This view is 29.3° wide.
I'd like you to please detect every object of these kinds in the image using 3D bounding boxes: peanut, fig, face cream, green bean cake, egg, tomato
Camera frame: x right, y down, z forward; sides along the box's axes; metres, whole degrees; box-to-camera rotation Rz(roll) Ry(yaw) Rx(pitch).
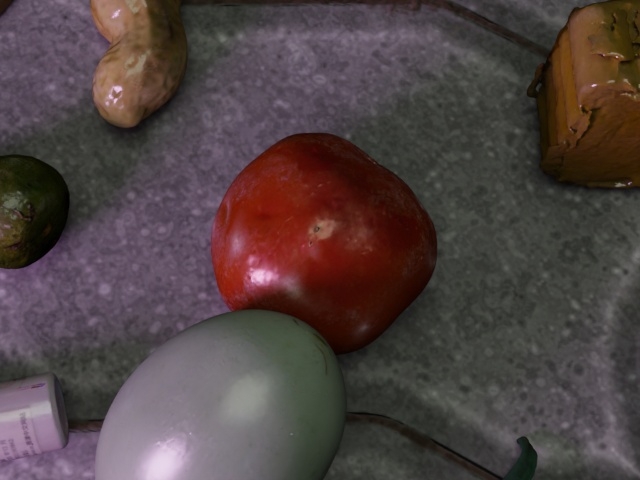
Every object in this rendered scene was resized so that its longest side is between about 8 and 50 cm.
[{"bbox_3d":[-0.201,-0.232,1.359,0.103,0.098,0.229,-17,67,36],"label":"peanut"},{"bbox_3d":[-0.342,-0.043,1.282,0.156,0.123,0.123,29,73,19],"label":"fig"},{"bbox_3d":[-0.390,0.195,1.217,0.269,0.082,0.081,-10,73,-7],"label":"face cream"},{"bbox_3d":[0.347,-0.156,1.290,0.224,0.229,0.131,-1,66,-5],"label":"green bean cake"},{"bbox_3d":[-0.095,0.184,1.153,0.282,0.203,0.203,-46,77,18],"label":"egg"},{"bbox_3d":[-0.002,0.003,1.242,0.232,0.188,0.231,0,71,0],"label":"tomato"}]

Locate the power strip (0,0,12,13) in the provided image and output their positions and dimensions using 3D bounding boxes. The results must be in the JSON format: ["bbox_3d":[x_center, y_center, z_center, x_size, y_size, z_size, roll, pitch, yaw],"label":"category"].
[{"bbox_3d":[-0.440,-0.214,1.370,0.064,0.044,0.305,35,75,9],"label":"power strip"}]

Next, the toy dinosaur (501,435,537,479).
[{"bbox_3d":[0.158,0.330,1.199,0.120,0.079,0.292,39,72,14],"label":"toy dinosaur"}]
